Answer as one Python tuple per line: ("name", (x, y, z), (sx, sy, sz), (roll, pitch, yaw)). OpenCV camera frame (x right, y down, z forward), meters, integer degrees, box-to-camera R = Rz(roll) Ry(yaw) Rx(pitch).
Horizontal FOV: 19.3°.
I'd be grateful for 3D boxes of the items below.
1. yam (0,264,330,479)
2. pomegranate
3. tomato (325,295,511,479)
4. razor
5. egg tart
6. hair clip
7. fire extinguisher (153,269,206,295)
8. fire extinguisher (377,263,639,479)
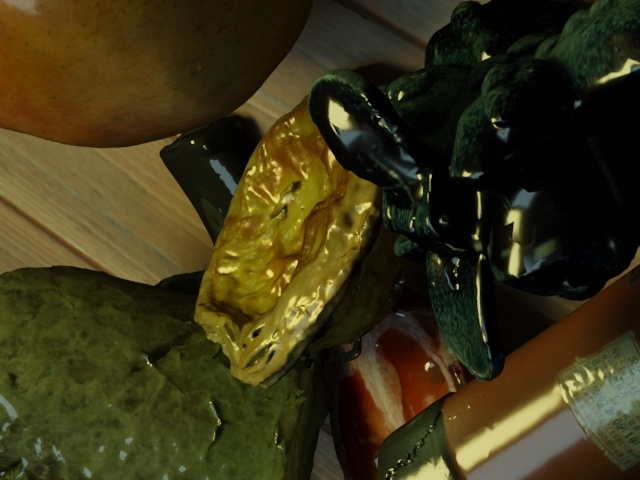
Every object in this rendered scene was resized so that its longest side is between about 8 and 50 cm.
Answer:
("yam", (-0.143, 0.128, 1.445), (0.300, 0.195, 0.195), (12, 138, -1))
("pomegranate", (-0.148, -0.201, 1.241), (0.319, 0.319, 0.319), (29, 138, 29))
("tomato", (0.095, 0.129, 1.385), (0.199, 0.112, 0.228), (66, 151, 15))
("razor", (-0.065, -0.027, 1.475), (0.090, 0.054, 0.148), (-17, 105, 54))
("egg tart", (0.000, 0.000, 1.325), (0.106, 0.241, 0.241), (25, 152, -23))
("hair clip", (0.124, -0.048, 1.054), (0.194, 0.206, 0.310), (64, 167, -10))
("fire extinguisher", (-0.081, 0.171, 1.634), (0.093, 0.118, 0.294), (-117, 12, -58))
("fire extinguisher", (0.228, 0.087, 1.157), (0.200, 0.113, 0.376), (32, 123, -33))
